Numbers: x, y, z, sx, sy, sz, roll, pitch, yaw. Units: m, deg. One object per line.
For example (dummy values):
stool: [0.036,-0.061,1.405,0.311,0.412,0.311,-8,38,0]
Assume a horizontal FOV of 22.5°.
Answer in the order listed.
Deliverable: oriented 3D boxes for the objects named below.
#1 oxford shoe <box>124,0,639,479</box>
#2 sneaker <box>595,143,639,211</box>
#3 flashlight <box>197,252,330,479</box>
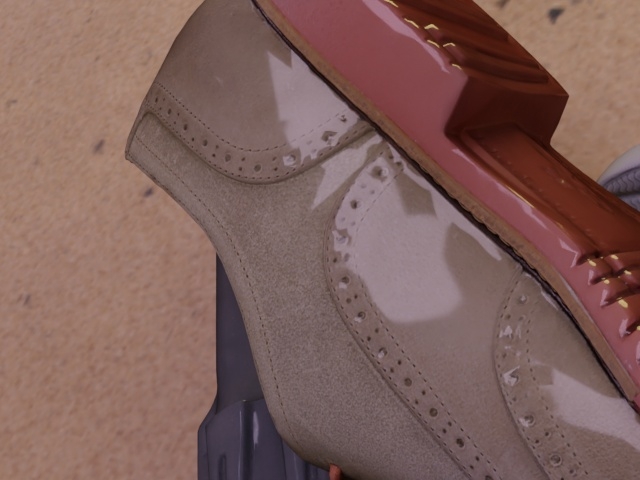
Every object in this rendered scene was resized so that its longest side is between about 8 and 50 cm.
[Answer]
oxford shoe: [0.074,0.054,0.566,0.146,0.140,0.397,-47,62,21]
sneaker: [0.227,-0.021,0.594,0.258,0.094,0.091,-3,27,35]
flashlight: [0.000,0.000,0.710,0.103,0.103,0.304,4,52,-11]
